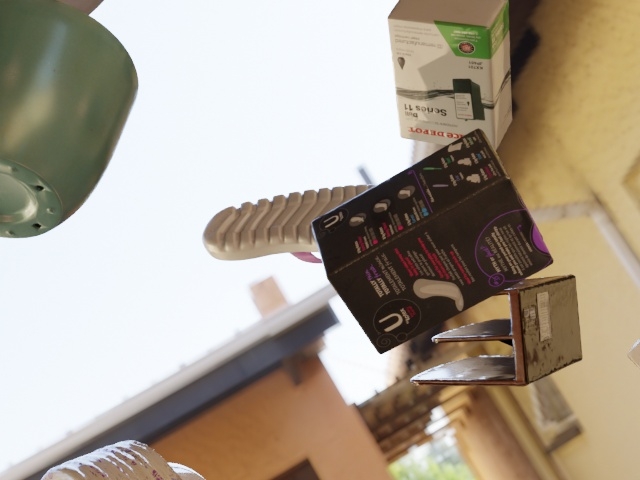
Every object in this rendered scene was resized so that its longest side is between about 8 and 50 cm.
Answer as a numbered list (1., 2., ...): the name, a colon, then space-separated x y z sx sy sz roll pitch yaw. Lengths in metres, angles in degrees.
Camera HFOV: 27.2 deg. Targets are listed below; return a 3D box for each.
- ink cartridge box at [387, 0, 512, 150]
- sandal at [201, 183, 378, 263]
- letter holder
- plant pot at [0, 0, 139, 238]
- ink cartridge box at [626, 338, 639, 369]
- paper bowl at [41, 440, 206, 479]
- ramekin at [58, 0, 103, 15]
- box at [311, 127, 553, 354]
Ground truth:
1. ink cartridge box: 0.184 -0.237 1.857 0.087 0.153 0.208 -58 -32 -42
2. sandal: 0.005 -0.010 2.245 0.416 0.102 0.169 0 41 21
3. letter holder: 0.285 0.148 2.199 0.214 0.152 0.302 -5 1 28
4. plant pot: -0.411 -0.146 1.779 0.293 0.235 0.293 5 -35 4
5. ink cartridge box: 0.501 0.158 1.872 0.092 0.090 0.143 -46 -12 14
6. paper bowl: -0.180 0.353 1.411 0.148 0.284 0.284 -19 -18 -34
7. ramekin: -0.508 -0.484 2.412 0.273 0.127 0.273 -34 -9 -6
8. box: 0.148 0.002 1.778 0.270 0.143 0.165 -29 -57 8
